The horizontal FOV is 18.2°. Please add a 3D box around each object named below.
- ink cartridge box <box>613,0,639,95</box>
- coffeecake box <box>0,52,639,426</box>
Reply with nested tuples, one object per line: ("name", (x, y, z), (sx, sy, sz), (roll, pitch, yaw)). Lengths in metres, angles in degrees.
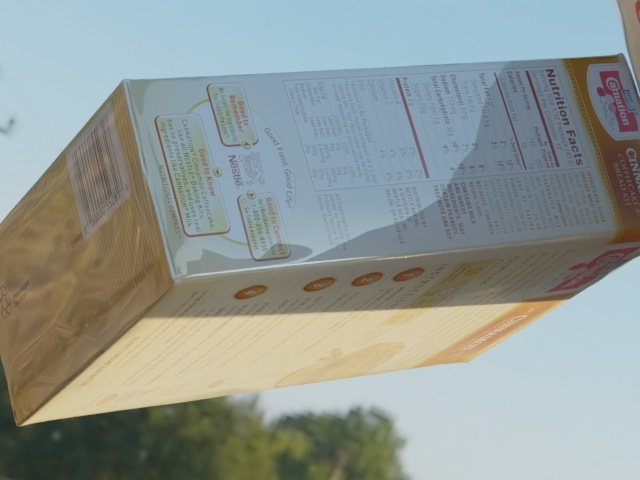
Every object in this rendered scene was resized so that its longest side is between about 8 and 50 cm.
("ink cartridge box", (0.223, -0.039, 0.607), (0.233, 0.168, 0.171), (44, -23, 61))
("coffeecake box", (0.000, 0.000, 0.664), (0.185, 0.068, 0.142), (-5, -19, -30))
